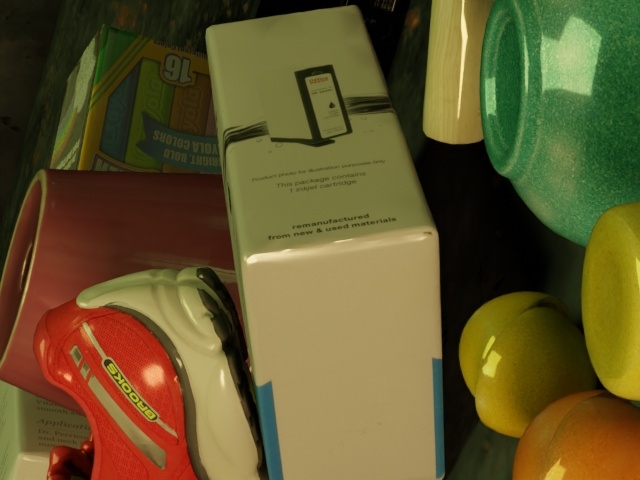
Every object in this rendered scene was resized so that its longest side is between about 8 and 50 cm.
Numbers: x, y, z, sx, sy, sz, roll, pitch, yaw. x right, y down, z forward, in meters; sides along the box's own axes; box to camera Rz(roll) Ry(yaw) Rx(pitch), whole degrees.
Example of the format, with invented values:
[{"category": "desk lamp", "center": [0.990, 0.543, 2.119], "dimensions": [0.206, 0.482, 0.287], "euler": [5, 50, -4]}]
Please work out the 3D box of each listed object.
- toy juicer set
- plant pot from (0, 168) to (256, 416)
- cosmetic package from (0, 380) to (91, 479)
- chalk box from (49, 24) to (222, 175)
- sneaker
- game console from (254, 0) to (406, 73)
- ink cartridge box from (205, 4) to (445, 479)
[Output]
[{"category": "toy juicer set", "center": [0.102, -0.031, 0.546], "dimensions": [0.209, 0.089, 0.329], "euler": [97, 169, -47]}, {"category": "plant pot", "center": [-0.099, 0.039, 0.904], "dimensions": [0.201, 0.180, 0.201], "euler": [-167, 90, -72]}, {"category": "cosmetic package", "center": [-0.157, 0.172, 1.022], "dimensions": [0.183, 0.151, 0.151], "euler": [-114, 41, -63]}, {"category": "chalk box", "center": [-0.144, -0.038, 1.176], "dimensions": [0.132, 0.132, 0.213], "euler": [148, 132, -63]}, {"category": "sneaker", "center": [-0.082, 0.130, 0.774], "dimensions": [0.107, 0.118, 0.279], "euler": [-99, -1, -57]}, {"category": "game console", "center": [0.022, -0.227, 0.962], "dimensions": [0.213, 0.044, 0.361], "euler": [-146, 71, -70]}, {"category": "ink cartridge box", "center": [0.000, 0.000, 0.713], "dimensions": [0.203, 0.086, 0.148], "euler": [-104, 6, -54]}]
